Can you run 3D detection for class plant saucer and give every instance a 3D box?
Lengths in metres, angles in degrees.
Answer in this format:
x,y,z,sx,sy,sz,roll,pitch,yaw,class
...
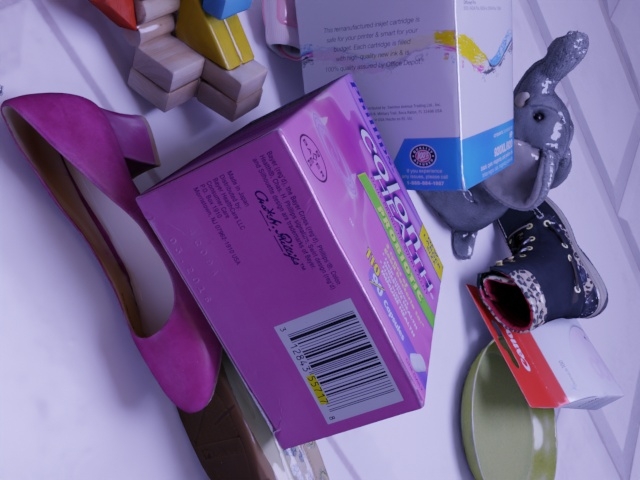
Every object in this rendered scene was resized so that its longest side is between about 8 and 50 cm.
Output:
x,y,z,sx,sy,sz,roll,pitch,yaw,class
0.250,0.248,0.924,0.241,0.037,0.241,17,67,-45,plant saucer

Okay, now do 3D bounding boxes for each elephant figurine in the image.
x,y,z,sx,sy,sz,roll,pitch,yaw,class
0.243,-0.109,0.860,0.186,0.239,0.169,41,51,-35,elephant figurine

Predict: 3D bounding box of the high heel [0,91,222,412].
x,y,z,sx,sy,sz,roll,pitch,yaw,class
-0.146,0.010,0.487,0.117,0.082,0.244,-3,78,-58,high heel

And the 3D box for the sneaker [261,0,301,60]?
x,y,z,sx,sy,sz,roll,pitch,yaw,class
-0.016,-0.227,0.744,0.134,0.051,0.070,-10,101,-57,sneaker

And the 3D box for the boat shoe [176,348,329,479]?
x,y,z,sx,sy,sz,roll,pitch,yaw,class
-0.023,0.210,0.564,0.089,0.104,0.285,-26,98,-48,boat shoe

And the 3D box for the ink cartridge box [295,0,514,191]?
x,y,z,sx,sy,sz,roll,pitch,yaw,class
0.094,-0.182,0.714,0.168,0.171,0.233,-26,116,-53,ink cartridge box

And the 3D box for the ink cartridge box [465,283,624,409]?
x,y,z,sx,sy,sz,roll,pitch,yaw,class
0.315,0.140,0.954,0.232,0.066,0.189,22,37,-51,ink cartridge box

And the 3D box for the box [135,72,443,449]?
x,y,z,sx,sy,sz,roll,pitch,yaw,class
0.000,0.000,0.563,0.214,0.117,0.243,62,20,-13,box

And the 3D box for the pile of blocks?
x,y,z,sx,sy,sz,roll,pitch,yaw,class
-0.145,-0.254,0.520,0.112,0.149,0.362,-45,114,-46,pile of blocks

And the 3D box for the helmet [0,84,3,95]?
x,y,z,sx,sy,sz,roll,pitch,yaw,class
-0.248,-0.104,0.346,0.169,0.161,0.169,17,67,-46,helmet

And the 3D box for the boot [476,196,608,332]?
x,y,z,sx,sy,sz,roll,pitch,yaw,class
0.277,0.017,0.954,0.178,0.085,0.236,-9,60,-40,boot
